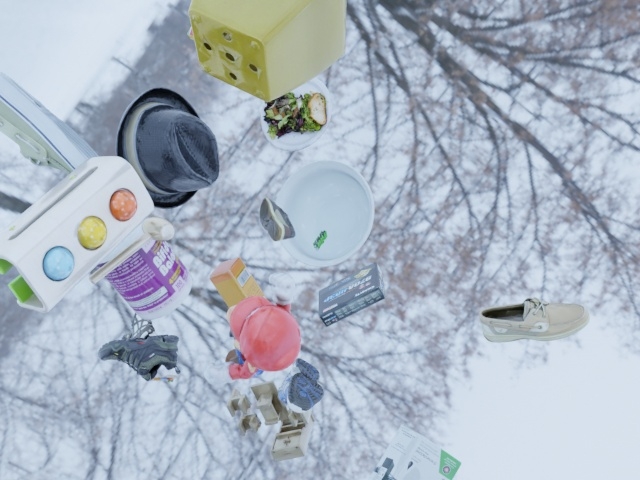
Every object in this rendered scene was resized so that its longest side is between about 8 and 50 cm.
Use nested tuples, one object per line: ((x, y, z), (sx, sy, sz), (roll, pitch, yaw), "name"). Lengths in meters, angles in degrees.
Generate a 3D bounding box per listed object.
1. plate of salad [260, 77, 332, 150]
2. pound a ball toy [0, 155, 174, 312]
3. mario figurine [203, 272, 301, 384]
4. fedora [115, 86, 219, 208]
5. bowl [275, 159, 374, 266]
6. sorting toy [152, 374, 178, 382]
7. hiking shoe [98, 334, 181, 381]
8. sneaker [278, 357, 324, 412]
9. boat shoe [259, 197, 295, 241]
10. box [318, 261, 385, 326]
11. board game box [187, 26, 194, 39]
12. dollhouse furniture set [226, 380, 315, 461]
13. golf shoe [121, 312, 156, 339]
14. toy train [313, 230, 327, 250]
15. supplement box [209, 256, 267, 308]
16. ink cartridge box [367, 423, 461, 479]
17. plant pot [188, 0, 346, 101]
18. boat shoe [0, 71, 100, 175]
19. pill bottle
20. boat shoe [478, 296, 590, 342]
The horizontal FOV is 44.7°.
((-0.066, -0.322, 1.942), (0.200, 0.200, 0.048), (-53, 155, 8), "plate of salad")
((-0.389, 0.000, 1.359), (0.135, 0.208, 0.319), (5, -139, 39), "pound a ball toy")
((-0.134, 0.169, 1.480), (0.320, 0.170, 0.198), (121, -31, -71), "mario figurine")
((-0.366, -0.230, 2.019), (0.152, 0.334, 0.334), (12, -115, 36), "fedora")
((0.030, -0.067, 2.178), (0.298, 0.298, 0.134), (-53, 157, 7), "bowl")
((-0.424, 0.383, 2.152), (0.062, 0.083, 0.012), (-15, -109, 23), "sorting toy")
((-0.464, 0.304, 1.979), (0.227, 0.086, 0.114), (-8, -97, 18), "hiking shoe")
((-0.044, 0.324, 1.646), (0.081, 0.080, 0.211), (-56, -178, 9), "sneaker")
((-0.094, -0.042, 1.687), (0.152, 0.049, 0.056), (-118, -138, -52), "boat shoe")
((0.099, 0.172, 2.500), (0.220, 0.051, 0.175), (-27, -158, 13), "box")
((-0.224, -0.561, 2.091), (0.124, 0.259, 0.039), (-62, 160, -7), "board game box")
((-0.121, 0.506, 2.321), (0.212, 0.242, 0.161), (-16, -156, 18), "dollhouse furniture set")
((-0.485, 0.254, 2.166), (0.077, 0.094, 0.198), (81, 20, -45), "golf shoe")
((0.000, 0.000, 2.001), (0.017, 0.024, 0.083), (-2, -153, 20), "toy train")
((-0.205, 0.164, 2.145), (0.078, 0.233, 0.080), (-18, -159, 31), "supplement box")
((0.204, 0.557, 1.794), (0.208, 0.153, 0.087), (-57, -155, -10), "ink cartridge box")
((-0.095, -0.356, 1.270), (0.187, 0.212, 0.212), (-55, 163, -25), "plant pot")
((-0.537, -0.194, 1.508), (0.094, 0.302, 0.109), (-47, 179, 4), "boat shoe")
((-0.453, 0.035, 1.875), (0.169, 0.301, 0.169), (-23, -147, 16), "pill bottle")
((0.602, 0.217, 2.205), (0.302, 0.098, 0.109), (-9, -144, 21), "boat shoe")
